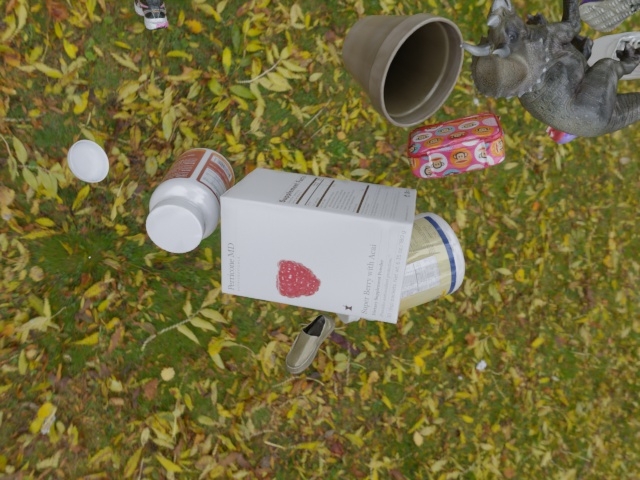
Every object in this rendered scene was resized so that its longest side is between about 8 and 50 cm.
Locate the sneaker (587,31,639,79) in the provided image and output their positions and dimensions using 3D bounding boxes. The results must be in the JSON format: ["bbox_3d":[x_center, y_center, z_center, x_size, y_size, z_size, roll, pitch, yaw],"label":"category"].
[{"bbox_3d":[0.665,-0.397,0.981,0.169,0.293,0.108,9,103,-46],"label":"sneaker"}]

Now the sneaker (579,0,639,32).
[{"bbox_3d":[0.745,-0.615,1.170,0.102,0.293,0.146,36,99,-4],"label":"sneaker"}]

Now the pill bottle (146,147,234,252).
[{"bbox_3d":[-0.232,-0.073,0.864,0.121,0.216,0.121,1,122,2],"label":"pill bottle"}]

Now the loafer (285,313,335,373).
[{"bbox_3d":[-0.028,0.212,1.020,0.148,0.056,0.050,-54,142,-18],"label":"loafer"}]

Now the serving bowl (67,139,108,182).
[{"bbox_3d":[-0.456,-0.152,0.938,0.083,0.027,0.083,24,62,-57],"label":"serving bowl"}]

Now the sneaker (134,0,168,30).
[{"bbox_3d":[-0.403,-0.574,1.153,0.072,0.178,0.077,-18,139,-24],"label":"sneaker"}]

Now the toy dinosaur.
[{"bbox_3d":[0.299,-0.197,0.592,0.314,0.121,0.160,30,82,-18],"label":"toy dinosaur"}]

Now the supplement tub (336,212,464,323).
[{"bbox_3d":[0.177,0.071,1.237,0.317,0.228,0.228,-17,96,-14],"label":"supplement tub"}]

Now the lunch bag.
[{"bbox_3d":[0.429,-0.311,1.538,0.258,0.294,0.120,-71,146,-55],"label":"lunch bag"}]

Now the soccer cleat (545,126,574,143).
[{"bbox_3d":[0.533,-0.254,1.001,0.095,0.083,0.248,27,35,10],"label":"soccer cleat"}]

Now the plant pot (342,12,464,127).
[{"bbox_3d":[0.220,-0.551,1.472,0.323,0.280,0.323,-26,140,-25],"label":"plant pot"}]

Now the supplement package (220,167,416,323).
[{"bbox_3d":[0.000,0.000,0.811,0.293,0.175,0.177,9,115,9],"label":"supplement package"}]
